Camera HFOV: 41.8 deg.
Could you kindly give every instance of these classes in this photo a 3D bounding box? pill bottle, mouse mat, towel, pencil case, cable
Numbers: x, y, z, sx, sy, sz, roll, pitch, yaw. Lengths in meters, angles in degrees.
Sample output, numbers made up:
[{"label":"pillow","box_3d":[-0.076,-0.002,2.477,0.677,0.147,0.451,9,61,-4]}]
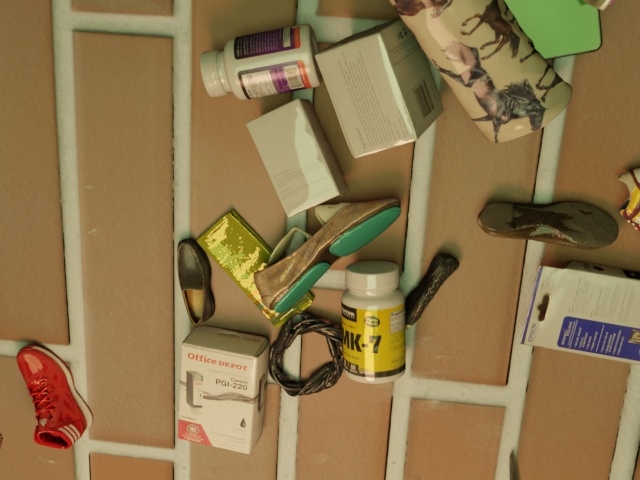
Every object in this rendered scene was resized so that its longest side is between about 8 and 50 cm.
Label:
[{"label":"pill bottle","box_3d":[-0.101,-0.300,1.433,0.193,0.108,0.108,-8,108,9]},{"label":"mouse mat","box_3d":[0.370,-0.378,1.405,0.189,0.007,0.153,-8,107,11]},{"label":"pill bottle","box_3d":[0.098,0.149,1.554,0.119,0.119,0.209,-1,104,7]},{"label":"towel","box_3d":[-0.125,0.058,1.604,0.102,0.021,0.237,-39,100,16]},{"label":"pencil case","box_3d":[0.232,-0.336,1.324,0.160,0.183,0.410,-29,114,31]},{"label":"cable","box_3d":[-0.022,0.231,1.643,0.150,0.047,0.185,19,113,-8]}]

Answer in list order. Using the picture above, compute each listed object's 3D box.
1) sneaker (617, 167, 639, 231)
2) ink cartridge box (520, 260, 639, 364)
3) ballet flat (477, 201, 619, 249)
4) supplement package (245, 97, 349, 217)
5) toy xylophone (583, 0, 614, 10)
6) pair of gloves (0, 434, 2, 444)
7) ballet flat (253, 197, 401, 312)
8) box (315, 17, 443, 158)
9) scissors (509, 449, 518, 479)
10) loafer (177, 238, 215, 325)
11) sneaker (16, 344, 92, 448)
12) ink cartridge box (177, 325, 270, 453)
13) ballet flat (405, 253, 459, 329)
[{"label":"sneaker","box_3d":[0.571,-0.038,1.470,0.083,0.069,0.186,-8,102,19]},{"label":"ink cartridge box","box_3d":[0.541,0.135,1.529,0.332,0.065,0.165,10,110,2]},{"label":"ballet flat","box_3d":[0.404,-0.026,1.499,0.249,0.058,0.084,4,74,0]},{"label":"supplement package","box_3d":[-0.037,-0.145,1.463,0.105,0.105,0.179,-23,93,14]},{"label":"toy xylophone","box_3d":[0.363,-0.519,1.313,0.322,0.081,0.236,25,109,1]},{"label":"pair of gloves","box_3d":[-0.730,0.432,1.809,0.083,0.010,0.074,27,110,-2]},{"label":"ballet flat","box_3d":[0.000,0.000,1.525,0.316,0.107,0.106,-39,67,7]},{"label":"box","box_3d":[0.102,-0.255,1.375,0.119,0.181,0.182,-14,107,28]},{"label":"scissors","box_3d":[0.410,0.562,1.716,0.109,0.021,0.297,10,109,6]},{"label":"loafer","box_3d":[-0.241,0.081,1.604,0.062,0.061,0.170,-11,106,11]},{"label":"sneaker","box_3d":[-0.550,0.322,1.687,0.087,0.128,0.221,-32,104,15]},{"label":"ink cartridge box","box_3d":[-0.191,0.292,1.648,0.158,0.092,0.218,9,108,11]},{"label":"ballet flat","box_3d":[0.201,0.101,1.563,0.049,0.057,0.173,21,115,-23]}]
